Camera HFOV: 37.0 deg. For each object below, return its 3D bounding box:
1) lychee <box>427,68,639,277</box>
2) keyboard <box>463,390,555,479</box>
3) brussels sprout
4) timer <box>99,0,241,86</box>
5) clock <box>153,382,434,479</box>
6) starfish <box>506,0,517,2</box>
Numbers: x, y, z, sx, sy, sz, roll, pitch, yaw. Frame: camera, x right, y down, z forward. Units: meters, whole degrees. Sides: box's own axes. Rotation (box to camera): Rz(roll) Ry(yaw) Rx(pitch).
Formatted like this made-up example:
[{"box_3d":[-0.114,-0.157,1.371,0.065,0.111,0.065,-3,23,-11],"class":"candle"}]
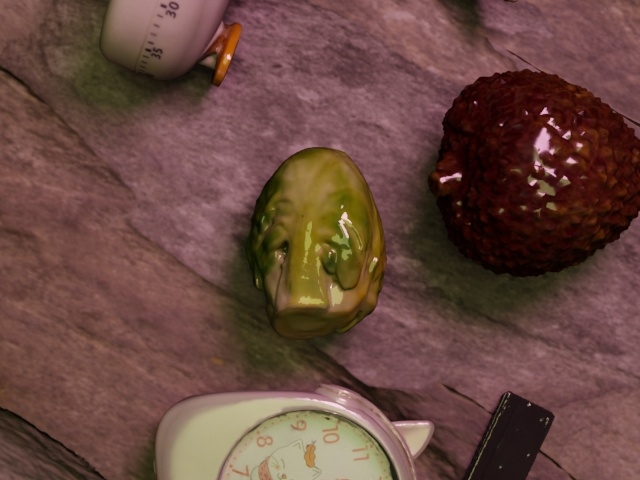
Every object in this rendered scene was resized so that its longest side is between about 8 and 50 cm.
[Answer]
[{"box_3d":[0.246,-0.077,1.082,0.271,0.236,0.235,-7,86,-28],"class":"lychee"},{"box_3d":[0.204,0.298,1.153,0.072,0.023,0.231,27,86,-7],"class":"keyboard"},{"box_3d":[0.000,0.000,1.078,0.161,0.223,0.223,0,86,-18],"class":"brussels sprout"},{"box_3d":[-0.190,-0.306,1.076,0.240,0.233,0.233,21,85,-12],"class":"timer"},{"box_3d":[-0.021,0.297,1.103,0.324,0.108,0.265,-6,85,-3],"class":"clock"},{"box_3d":[0.159,-0.404,1.162,0.375,0.094,0.327,-24,70,-16],"class":"starfish"}]
